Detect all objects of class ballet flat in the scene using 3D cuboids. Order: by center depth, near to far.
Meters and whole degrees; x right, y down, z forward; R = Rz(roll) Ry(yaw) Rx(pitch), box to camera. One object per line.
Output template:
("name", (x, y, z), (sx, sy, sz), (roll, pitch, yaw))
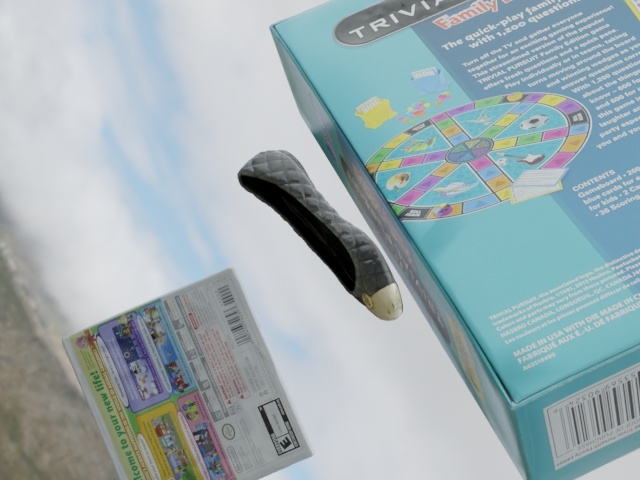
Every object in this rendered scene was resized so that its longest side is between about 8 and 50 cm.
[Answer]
("ballet flat", (0.000, 0.000, 0.908), (0.173, 0.049, 0.057), (48, -34, 13))

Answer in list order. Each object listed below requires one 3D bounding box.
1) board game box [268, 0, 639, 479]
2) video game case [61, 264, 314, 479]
("board game box", (0.147, -0.058, 0.632), (0.336, 0.254, 0.079), (-119, -174, -46))
("video game case", (-0.135, 0.159, 1.181), (0.023, 0.193, 0.212), (106, -39, -88))
